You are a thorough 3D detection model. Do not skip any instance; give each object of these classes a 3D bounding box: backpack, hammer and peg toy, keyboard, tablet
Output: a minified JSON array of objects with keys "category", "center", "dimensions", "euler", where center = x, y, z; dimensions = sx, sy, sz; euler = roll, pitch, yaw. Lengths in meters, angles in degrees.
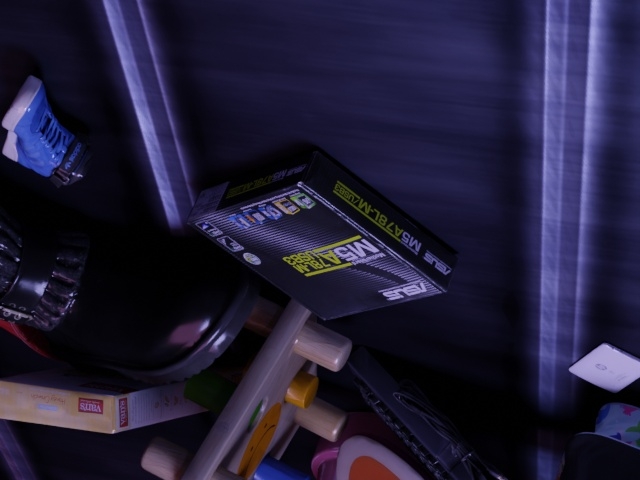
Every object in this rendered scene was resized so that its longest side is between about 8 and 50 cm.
[{"category":"backpack","center":[0.335,0.292,1.975],"dimensions":[0.225,0.191,0.253],"euler":[16,145,19]},{"category":"hammer and peg toy","center":[-0.100,0.248,2.035],"dimensions":[0.127,0.361,0.266],"euler":[25,155,13]},{"category":"keyboard","center":[0.131,0.226,2.007],"dimensions":[0.317,0.033,0.201],"euler":[45,165,29]},{"category":"tablet","center":[0.277,0.123,1.913],"dimensions":[0.054,0.006,0.083],"euler":[26,152,-7]}]

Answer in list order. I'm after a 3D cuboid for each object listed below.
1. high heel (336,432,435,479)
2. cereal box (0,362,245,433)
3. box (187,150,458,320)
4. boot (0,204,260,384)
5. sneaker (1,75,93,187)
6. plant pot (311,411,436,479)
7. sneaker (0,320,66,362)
[{"category":"high heel","center":[0.157,0.361,2.136],"dimensions":[0.127,0.377,0.181],"euler":[-37,166,23]},{"category":"cereal box","center":[-0.216,0.163,2.165],"dimensions":[0.173,0.047,0.240],"euler":[4,-175,32]},{"category":"box","center":[0.000,0.000,1.853],"dimensions":[0.184,0.045,0.191],"euler":[39,149,-25]},{"category":"boot","center":[-0.251,0.030,1.999],"dimensions":[0.348,0.131,0.260],"euler":[-10,139,47]},{"category":"sneaker","center":[-0.246,-0.096,1.841],"dimensions":[0.085,0.058,0.152],"euler":[29,157,-1]},{"category":"plant pot","center":[0.069,0.317,2.232],"dimensions":[0.201,0.180,0.201],"euler":[17,152,10]},{"category":"sneaker","center":[-0.351,0.058,2.215],"dimensions":[0.221,0.087,0.128],"euler":[37,167,-30]}]
